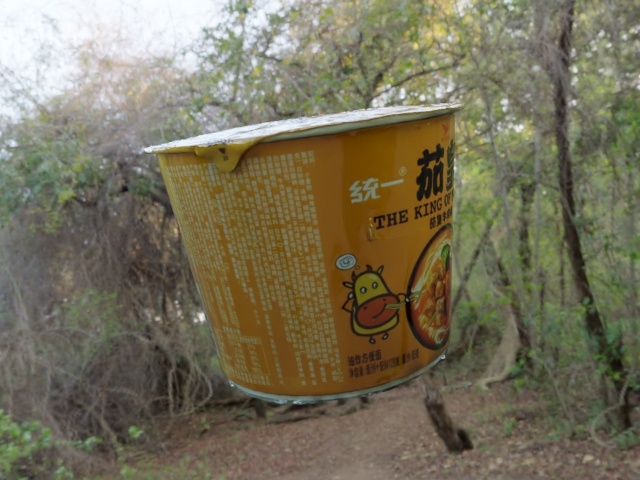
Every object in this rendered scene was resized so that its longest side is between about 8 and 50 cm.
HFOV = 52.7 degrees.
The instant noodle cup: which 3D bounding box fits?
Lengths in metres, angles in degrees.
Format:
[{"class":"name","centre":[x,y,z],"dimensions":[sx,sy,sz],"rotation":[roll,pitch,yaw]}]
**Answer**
[{"class":"instant noodle cup","centre":[0.000,0.000,0.452],"dimensions":[0.216,0.172,0.216],"rotation":[-8,11,2]}]
